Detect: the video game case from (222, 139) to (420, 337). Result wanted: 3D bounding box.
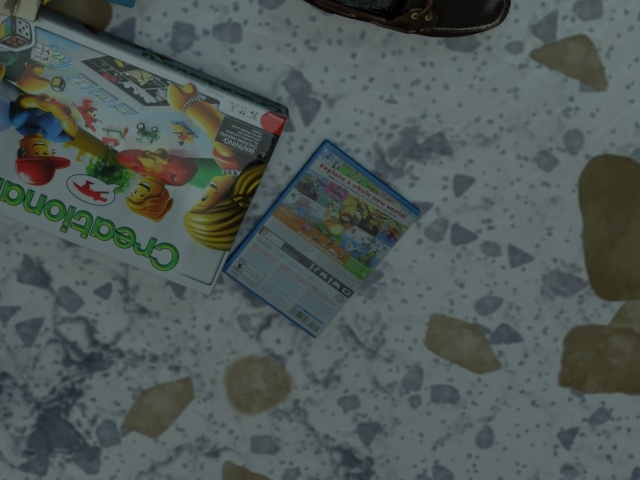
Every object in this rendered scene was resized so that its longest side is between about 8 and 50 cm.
[{"bbox_3d":[0.000,0.000,1.528,0.119,0.015,0.166,37,104,-12],"label":"video game case"}]

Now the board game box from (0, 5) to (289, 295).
[{"bbox_3d":[-0.206,-0.092,1.469,0.305,0.053,0.193,21,107,-9],"label":"board game box"}]

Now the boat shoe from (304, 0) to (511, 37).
[{"bbox_3d":[0.074,-0.223,1.425,0.207,0.073,0.073,6,107,-5],"label":"boat shoe"}]

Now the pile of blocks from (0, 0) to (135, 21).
[{"bbox_3d":[-0.127,-0.286,1.347,0.362,0.112,0.149,-37,103,1],"label":"pile of blocks"}]
